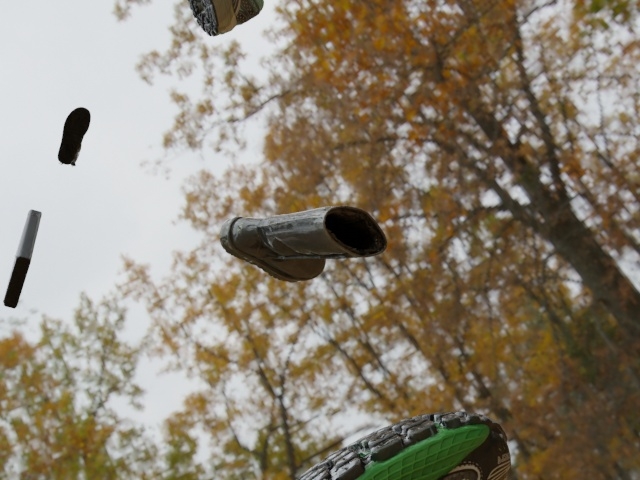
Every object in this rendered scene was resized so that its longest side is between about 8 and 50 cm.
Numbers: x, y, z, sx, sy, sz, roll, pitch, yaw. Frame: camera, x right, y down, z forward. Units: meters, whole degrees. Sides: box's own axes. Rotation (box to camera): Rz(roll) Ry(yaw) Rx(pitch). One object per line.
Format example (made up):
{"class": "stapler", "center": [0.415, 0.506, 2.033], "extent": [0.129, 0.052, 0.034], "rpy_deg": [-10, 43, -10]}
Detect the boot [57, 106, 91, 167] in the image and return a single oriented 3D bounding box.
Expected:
{"class": "boot", "center": [-0.468, -0.196, 1.808], "extent": [0.045, 0.099, 0.121], "rpy_deg": [19, -87, -11]}

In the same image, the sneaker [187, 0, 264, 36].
{"class": "sneaker", "center": [-0.174, -0.480, 1.534], "extent": [0.122, 0.110, 0.283], "rpy_deg": [-25, -71, -29]}

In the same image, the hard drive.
{"class": "hard drive", "center": [-0.451, 0.026, 1.440], "extent": [0.022, 0.135, 0.094], "rpy_deg": [17, -61, -18]}

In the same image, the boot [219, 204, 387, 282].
{"class": "boot", "center": [0.001, 0.002, 1.179], "extent": [0.208, 0.076, 0.190], "rpy_deg": [-12, -18, 42]}

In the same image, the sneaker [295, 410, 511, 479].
{"class": "sneaker", "center": [-0.007, 0.231, 0.530], "extent": [0.343, 0.146, 0.134], "rpy_deg": [-44, -2, -19]}
